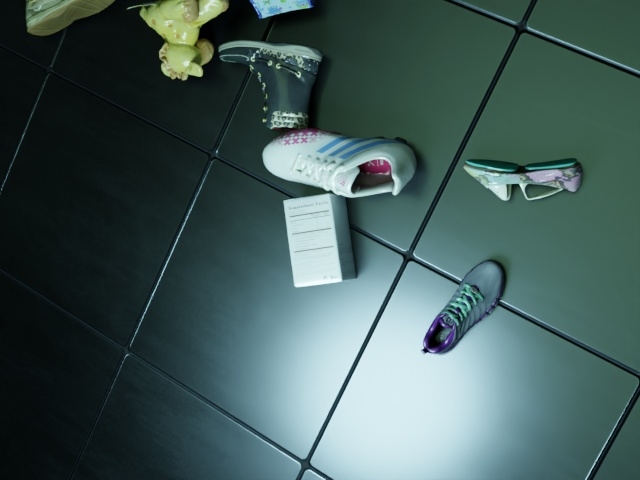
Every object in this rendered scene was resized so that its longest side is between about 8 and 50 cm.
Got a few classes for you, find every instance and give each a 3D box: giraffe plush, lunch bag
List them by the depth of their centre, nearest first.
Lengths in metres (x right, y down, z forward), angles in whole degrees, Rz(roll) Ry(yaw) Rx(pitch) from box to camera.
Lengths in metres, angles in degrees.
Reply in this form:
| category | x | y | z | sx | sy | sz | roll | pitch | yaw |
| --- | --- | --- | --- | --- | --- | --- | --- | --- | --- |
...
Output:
| category | x | y | z | sx | sy | sz | roll | pitch | yaw |
| --- | --- | --- | --- | --- | --- | --- | --- | --- | --- |
| lunch bag | -0.077 | -0.553 | 1.680 | 0.129 | 0.096 | 0.151 | -7 | 58 | 20 |
| giraffe plush | -0.292 | -0.440 | 1.729 | 0.210 | 0.181 | 0.170 | -16 | 110 | -11 |

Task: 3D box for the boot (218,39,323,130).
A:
| category | x | y | z | sx | sy | sz | roll | pitch | yaw |
| --- | --- | --- | --- | --- | --- | --- | --- | --- | --- |
| boot | -0.117 | -0.329 | 1.696 | 0.237 | 0.085 | 0.178 | 9 | 95 | 19 |

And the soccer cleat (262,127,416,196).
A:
| category | x | y | z | sx | sy | sz | roll | pitch | yaw |
| --- | --- | --- | --- | --- | --- | --- | --- | --- | --- |
| soccer cleat | 0.024 | -0.150 | 1.599 | 0.331 | 0.143 | 0.116 | 2 | 128 | 19 |

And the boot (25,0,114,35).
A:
| category | x | y | z | sx | sy | sz | roll | pitch | yaw |
| --- | --- | --- | --- | --- | --- | --- | --- | --- | --- |
| boot | -0.599 | -0.620 | 1.871 | 0.262 | 0.095 | 0.203 | -19 | 82 | 22 |

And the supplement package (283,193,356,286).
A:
| category | x | y | z | sx | sy | sz | roll | pitch | yaw |
| --- | --- | --- | --- | --- | --- | --- | --- | --- | --- |
| supplement package | 0.000 | 0.000 | 1.639 | 0.105 | 0.105 | 0.179 | -9 | 86 | 20 |

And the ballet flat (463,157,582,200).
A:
| category | x | y | z | sx | sy | sz | roll | pitch | yaw |
| --- | --- | --- | --- | --- | --- | --- | --- | --- | --- |
| ballet flat | 0.384 | -0.116 | 1.525 | 0.222 | 0.077 | 0.079 | 2 | 110 | 20 |

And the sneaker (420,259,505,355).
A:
| category | x | y | z | sx | sy | sz | roll | pitch | yaw |
| --- | --- | --- | --- | --- | --- | --- | --- | --- | --- |
| sneaker | 0.277 | 0.136 | 1.541 | 0.083 | 0.098 | 0.223 | 36 | 102 | 16 |
